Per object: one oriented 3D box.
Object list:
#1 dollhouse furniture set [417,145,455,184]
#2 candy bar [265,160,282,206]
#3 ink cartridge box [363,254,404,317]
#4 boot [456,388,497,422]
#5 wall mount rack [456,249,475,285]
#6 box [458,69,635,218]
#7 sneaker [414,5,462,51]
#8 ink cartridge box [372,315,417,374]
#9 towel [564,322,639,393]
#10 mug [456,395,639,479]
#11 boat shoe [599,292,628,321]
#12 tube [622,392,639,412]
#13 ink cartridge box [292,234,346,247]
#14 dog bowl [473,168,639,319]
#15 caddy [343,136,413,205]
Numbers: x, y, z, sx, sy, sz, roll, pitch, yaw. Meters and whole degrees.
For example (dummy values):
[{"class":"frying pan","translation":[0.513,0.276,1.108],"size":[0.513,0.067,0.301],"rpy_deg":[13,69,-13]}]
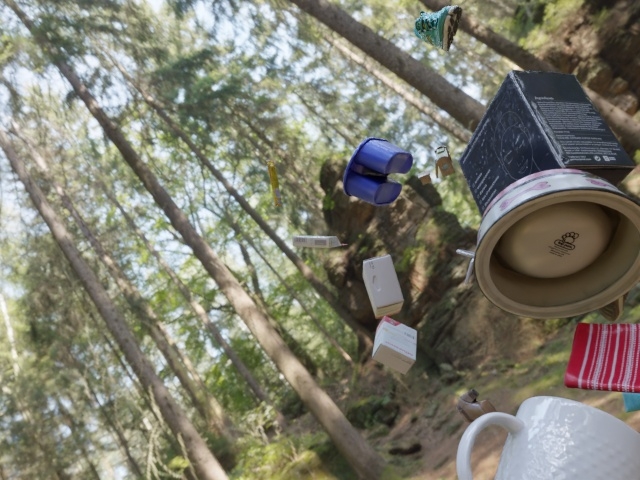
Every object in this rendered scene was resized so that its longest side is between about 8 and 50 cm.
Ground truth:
[{"class":"dollhouse furniture set","translation":[0.516,-0.365,2.476],"size":[0.161,0.181,0.101],"rpy_deg":[-21,-60,18]},{"class":"candy bar","translation":[-0.157,-0.193,1.817],"size":[0.018,0.161,0.040],"rpy_deg":[-11,-1,30]},{"class":"ink cartridge box","translation":[0.278,0.214,2.416],"size":[0.131,0.225,0.306],"rpy_deg":[-15,-16,-1]},{"class":"boot","translation":[0.425,0.468,1.465],"size":[0.042,0.118,0.086],"rpy_deg":[0,-54,-35]},{"class":"wall mount rack","translation":[0.633,0.130,1.834],"size":[0.304,0.350,0.130],"rpy_deg":[3,-78,-63]},{"class":"box","translation":[0.791,-0.284,1.987],"size":[0.298,0.471,0.479],"rpy_deg":[-3,-34,-15]},{"class":"sneaker","translation":[0.304,-0.563,1.431],"size":[0.275,0.110,0.106],"rpy_deg":[-76,3,-78]},{"class":"ink cartridge box","translation":[0.248,0.347,1.791],"size":[0.072,0.128,0.175],"rpy_deg":[-63,0,26]},{"class":"towel","translation":[0.678,0.246,1.152],"size":[0.199,0.275,0.031],"rpy_deg":[-51,-61,-38]},{"class":"mug","translation":[0.451,0.509,1.096],"size":[0.328,0.374,0.276],"rpy_deg":[-54,-4,-30]},{"class":"boat shoe","translation":[0.960,0.158,1.731],"size":[0.095,0.095,0.257],"rpy_deg":[-28,-49,-7]},{"class":"tube","translation":[1.098,0.541,1.820],"size":[0.052,0.080,0.207],"rpy_deg":[5,-18,-10]},{"class":"ink cartridge box","translation":[0.000,0.000,2.427],"size":[0.225,0.181,0.056],"rpy_deg":[-12,-77,-66]},{"class":"dog bowl","translation":[0.573,0.003,1.314],"size":[0.409,0.150,0.407],"rpy_deg":[3,-51,4]},{"class":"caddy","translation":[0.209,-0.269,2.074],"size":[0.341,0.179,0.241],"rpy_deg":[-11,-53,-60]}]
